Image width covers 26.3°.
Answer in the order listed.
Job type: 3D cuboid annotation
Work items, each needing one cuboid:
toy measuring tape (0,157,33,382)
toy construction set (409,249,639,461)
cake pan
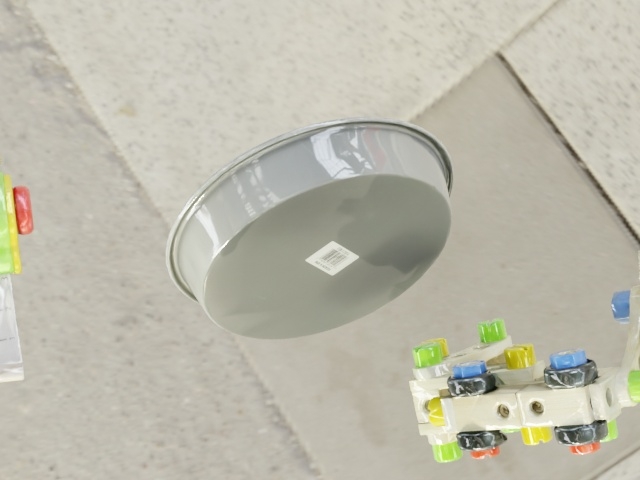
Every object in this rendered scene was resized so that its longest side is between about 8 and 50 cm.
[{"bbox_3d":[-0.440,0.023,1.862,0.121,0.121,0.330,-13,78,19],"label":"toy measuring tape"},{"bbox_3d":[0.224,0.130,1.346,0.328,0.215,0.151,-26,85,32],"label":"toy construction set"},{"bbox_3d":[0.000,0.000,1.311,0.293,0.293,0.054,-34,56,16],"label":"cake pan"}]
